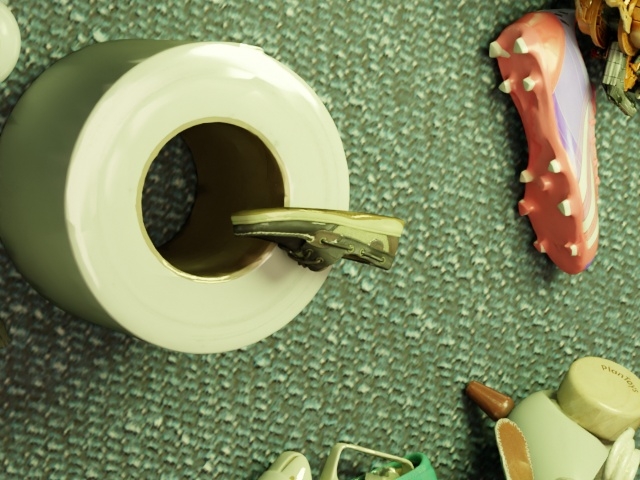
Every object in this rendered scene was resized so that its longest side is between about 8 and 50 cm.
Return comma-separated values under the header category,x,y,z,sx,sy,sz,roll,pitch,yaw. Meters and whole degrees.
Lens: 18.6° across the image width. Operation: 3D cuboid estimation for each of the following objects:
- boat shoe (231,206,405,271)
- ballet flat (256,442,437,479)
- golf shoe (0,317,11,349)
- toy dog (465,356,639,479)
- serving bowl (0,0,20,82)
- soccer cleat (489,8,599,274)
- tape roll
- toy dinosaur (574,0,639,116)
category,x,y,z,sx,sy,sz,roll,pitch,yaw
boat shoe,0.000,0.000,1.514,0.152,0.056,0.049,3,90,-31
ballet flat,-0.001,0.224,1.725,0.247,0.083,0.087,-3,85,-33
golf shoe,-0.369,0.066,1.486,0.273,0.105,0.120,-9,95,-28
toy dog,0.176,0.212,1.724,0.161,0.334,0.220,24,102,8
serving bowl,-0.275,-0.158,1.553,0.083,0.027,0.083,-4,98,-28
soccer cleat,0.228,-0.092,1.812,0.095,0.083,0.248,-22,104,-30
tape roll,-0.121,-0.040,1.571,0.246,0.169,0.246,-4,99,-28
toy dinosaur,0.302,-0.232,1.761,0.164,0.322,0.218,24,83,13
